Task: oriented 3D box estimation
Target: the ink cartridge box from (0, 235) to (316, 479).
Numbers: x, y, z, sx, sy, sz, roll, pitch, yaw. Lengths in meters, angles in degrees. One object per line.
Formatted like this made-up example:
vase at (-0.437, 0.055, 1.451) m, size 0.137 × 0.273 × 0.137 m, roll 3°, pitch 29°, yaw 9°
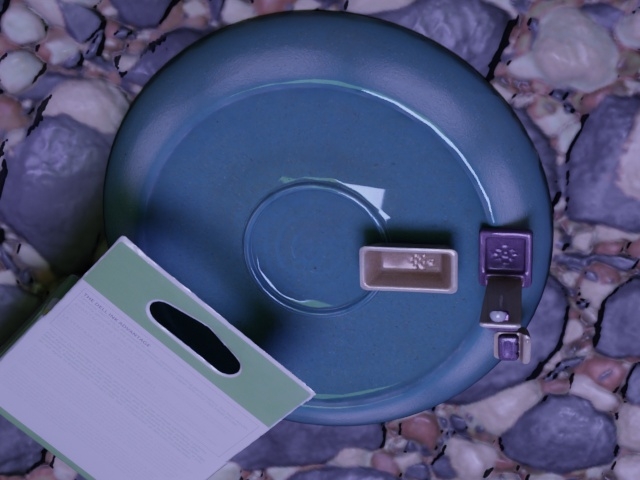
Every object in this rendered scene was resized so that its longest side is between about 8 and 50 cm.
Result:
ink cartridge box at (-0.121, 0.091, 1.200) m, size 0.171 × 0.056 × 0.235 m, roll 40°, pitch 132°, yaw -9°

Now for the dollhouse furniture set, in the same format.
dollhouse furniture set at (0.080, 0.048, 1.119) m, size 0.114 × 0.081 × 0.091 m, roll 2°, pitch 116°, yaw 8°

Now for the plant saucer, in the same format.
plant saucer at (0.000, 0.000, 1.180) m, size 0.318 × 0.043 × 0.317 m, roll 3°, pitch 116°, yaw 7°
